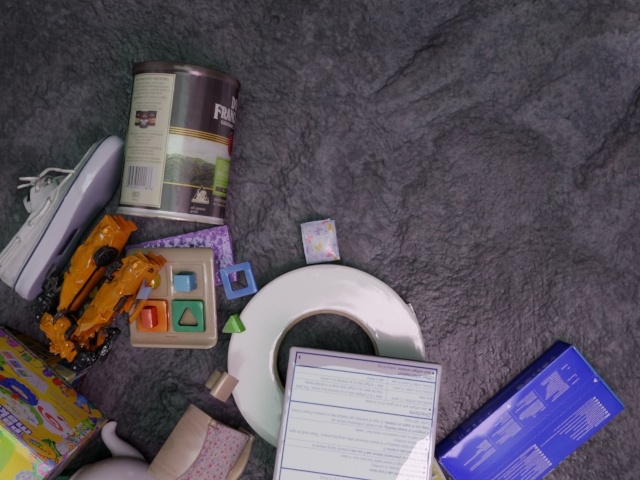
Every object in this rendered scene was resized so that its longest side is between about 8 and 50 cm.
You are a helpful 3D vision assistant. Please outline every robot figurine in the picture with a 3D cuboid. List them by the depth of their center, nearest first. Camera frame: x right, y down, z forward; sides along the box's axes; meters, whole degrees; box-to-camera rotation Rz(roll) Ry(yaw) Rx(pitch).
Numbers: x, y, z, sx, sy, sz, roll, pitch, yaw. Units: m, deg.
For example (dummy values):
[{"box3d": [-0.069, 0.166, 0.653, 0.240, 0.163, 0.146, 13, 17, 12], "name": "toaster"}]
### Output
[{"box3d": [-0.421, 0.107, 1.261, 0.211, 0.085, 0.291, 46, 108, 22], "name": "robot figurine"}]

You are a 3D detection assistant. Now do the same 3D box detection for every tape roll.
[{"box3d": [0.013, 0.236, 1.327, 0.393, 0.072, 0.391, 0, 89, -1], "name": "tape roll"}]

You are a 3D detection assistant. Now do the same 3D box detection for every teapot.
[{"box3d": [-0.421, 0.514, 1.243, 0.187, 0.256, 0.252, 17, 103, 12], "name": "teapot"}]

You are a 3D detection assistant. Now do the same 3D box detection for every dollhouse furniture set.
[{"box3d": [-0.158, 0.461, 1.219, 0.174, 0.303, 0.355, 25, 77, 32], "name": "dollhouse furniture set"}]

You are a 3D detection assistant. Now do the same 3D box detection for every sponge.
[{"box3d": [-0.277, 0.047, 1.342, 0.210, 0.031, 0.117, -12, 89, 0], "name": "sponge"}]

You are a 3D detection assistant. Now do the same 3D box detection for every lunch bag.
[{"box3d": [0.000, 0.000, 1.338, 0.071, 0.053, 0.083, -10, 100, 1], "name": "lunch bag"}]

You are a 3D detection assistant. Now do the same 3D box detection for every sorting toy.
[{"box3d": [-0.294, 0.111, 1.287, 0.348, 0.047, 0.195, -1, 92, 11], "name": "sorting toy"}]

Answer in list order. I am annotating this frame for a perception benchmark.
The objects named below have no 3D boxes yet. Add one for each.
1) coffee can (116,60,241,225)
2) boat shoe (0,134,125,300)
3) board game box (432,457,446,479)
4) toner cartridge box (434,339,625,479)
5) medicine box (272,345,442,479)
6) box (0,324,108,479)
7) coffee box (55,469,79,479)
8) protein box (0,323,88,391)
[{"box3d": [-0.266, -0.174, 1.258, 0.202, 0.201, 0.275, 7, 90, -1], "name": "coffee can"}, {"box3d": [-0.524, -0.073, 1.298, 0.157, 0.136, 0.367, 35, 99, 2], "name": "boat shoe"}, {"box3d": [0.088, 0.506, 1.304, 0.318, 0.046, 0.213, -29, 112, -1], "name": "board game box"}, {"box3d": [0.411, 0.375, 1.333, 0.348, 0.075, 0.165, -40, 92, -1], "name": "toner cartridge box"}, {"box3d": [0.064, 0.346, 1.182, 0.264, 0.149, 0.289, 6, 79, 6], "name": "medicine box"}, {"box3d": [-0.544, 0.291, 1.076, 0.290, 0.279, 0.177, 41, 88, 0], "name": "box"}, {"box3d": [-0.564, 0.517, 1.330, 0.184, 0.040, 0.113, 1, 89, -2], "name": "coffee box"}, {"box3d": [-0.594, 0.296, 1.282, 0.201, 0.136, 0.199, 26, 89, -1], "name": "protein box"}]
